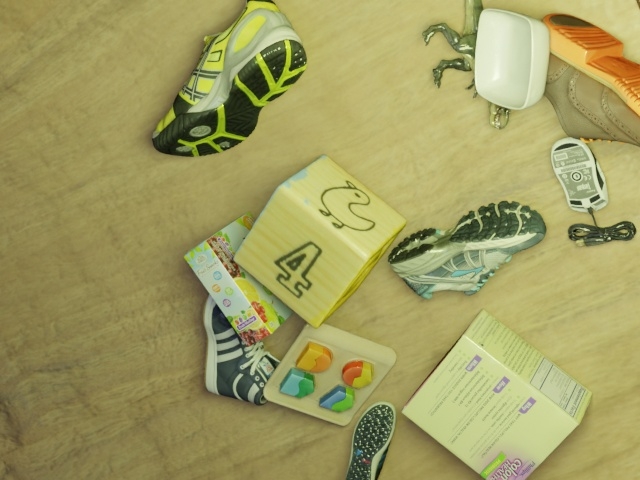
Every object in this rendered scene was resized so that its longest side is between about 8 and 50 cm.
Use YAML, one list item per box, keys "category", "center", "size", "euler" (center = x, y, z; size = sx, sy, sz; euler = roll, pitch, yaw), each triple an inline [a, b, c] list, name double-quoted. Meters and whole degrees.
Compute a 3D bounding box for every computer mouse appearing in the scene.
- category: "computer mouse"
  center: [0.426, -0.082, 1.601]
  size: [0.106, 0.042, 0.193]
  euler: [-10, 111, 35]

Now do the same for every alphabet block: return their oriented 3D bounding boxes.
- category: "alphabet block"
  center: [0.000, 0.000, 1.765]
  size: [0.197, 0.192, 0.193]
  euler: [39, 125, 7]

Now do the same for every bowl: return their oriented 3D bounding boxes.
- category: "bowl"
  center: [0.293, -0.273, 1.505]
  size: [0.142, 0.053, 0.142]
  euler: [-142, 49, -57]

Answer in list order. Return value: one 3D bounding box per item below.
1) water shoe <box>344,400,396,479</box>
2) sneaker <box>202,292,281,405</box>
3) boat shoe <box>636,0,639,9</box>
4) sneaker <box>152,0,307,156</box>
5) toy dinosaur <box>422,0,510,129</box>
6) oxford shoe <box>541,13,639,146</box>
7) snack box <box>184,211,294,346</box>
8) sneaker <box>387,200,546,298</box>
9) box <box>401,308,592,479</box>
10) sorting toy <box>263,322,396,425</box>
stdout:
- category: "water shoe"
  center: [0.096, 0.405, 1.960]
  size: [0.073, 0.080, 0.203]
  euler: [21, 94, 15]
- category: "sneaker"
  center: [-0.146, 0.201, 1.978]
  size: [0.153, 0.099, 0.282]
  euler: [18, 122, 23]
- category: "boat shoe"
  center: [0.471, -0.395, 1.432]
  size: [0.064, 0.060, 0.178]
  euler: [0, 111, 27]
- category: "sneaker"
  center: [-0.170, -0.279, 1.790]
  size: [0.385, 0.145, 0.147]
  euler: [-35, 62, 36]
- category: "toy dinosaur"
  center: [0.229, -0.304, 1.596]
  size: [0.118, 0.064, 0.268]
  euler: [-11, 105, 15]
- category: "oxford shoe"
  center: [0.437, -0.186, 1.453]
  size: [0.363, 0.130, 0.132]
  euler: [53, 139, 38]
- category: "snack box"
  center: [-0.134, 0.069, 1.871]
  size: [0.070, 0.174, 0.207]
  euler: [-32, 93, 30]
- category: "sneaker"
  center: [0.262, 0.024, 1.709]
  size: [0.283, 0.110, 0.122]
  euler: [-17, 120, 34]
- category: "box"
  center: [0.308, 0.285, 1.769]
  size: [0.243, 0.117, 0.213]
  euler: [38, 122, 9]
- category: "sorting toy"
  center: [0.016, 0.259, 1.907]
  size: [0.193, 0.038, 0.208]
  euler: [22, 122, -15]
